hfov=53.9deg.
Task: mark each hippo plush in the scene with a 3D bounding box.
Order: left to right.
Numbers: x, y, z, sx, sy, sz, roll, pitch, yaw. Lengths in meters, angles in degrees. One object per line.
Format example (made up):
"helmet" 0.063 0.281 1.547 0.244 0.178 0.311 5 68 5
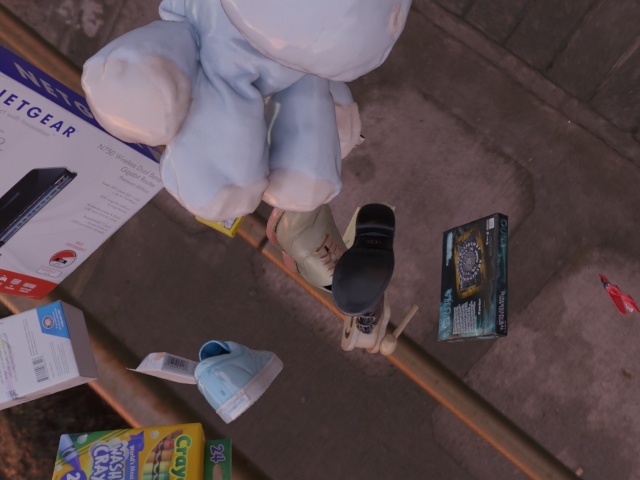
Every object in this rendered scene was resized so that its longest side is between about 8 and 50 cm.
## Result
"hippo plush" -0.005 -0.166 0.473 0.234 0.294 0.237 33 145 -29

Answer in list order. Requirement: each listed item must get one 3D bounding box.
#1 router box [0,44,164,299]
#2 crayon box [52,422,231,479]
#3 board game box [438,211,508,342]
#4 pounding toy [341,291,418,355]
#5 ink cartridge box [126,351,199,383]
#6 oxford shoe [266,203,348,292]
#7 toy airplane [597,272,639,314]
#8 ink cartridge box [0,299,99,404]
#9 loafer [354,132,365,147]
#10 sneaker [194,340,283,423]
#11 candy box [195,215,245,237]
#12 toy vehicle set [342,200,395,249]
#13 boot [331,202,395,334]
"router box" -0.408 -0.070 0.826 0.301 0.335 0.082 -41 65 8
"crayon box" -0.332 0.460 1.182 0.323 0.203 0.083 -4 136 -5
"board game box" 0.235 0.061 0.971 0.126 0.026 0.186 -23 57 57
"pounding toy" 0.138 0.188 1.527 0.155 0.269 0.154 8 133 -12
"ink cartridge box" -0.332 0.288 1.414 0.179 0.146 0.045 -9 62 49
"oxford shoe" 0.000 0.000 1.240 0.147 0.397 0.140 39 81 17
"toy airplane" 0.752 0.141 1.577 0.028 0.151 0.151 -43 83 27
"ink cartridge box" -0.634 0.255 1.365 0.233 0.168 0.171 -17 79 -9
"loafer" 0.063 -0.289 1.562 0.039 0.045 0.125 -30 109 37
"sneaker" -0.176 0.261 1.332 0.135 0.366 0.150 -39 88 -2
"candy box" -0.209 -0.117 1.540 0.105 0.027 0.205 24 74 16
"toy vehicle set" 0.108 0.014 1.802 0.035 0.166 0.266 37 117 24
"boot" 0.085 0.088 1.099 0.091 0.262 0.228 10 135 12
